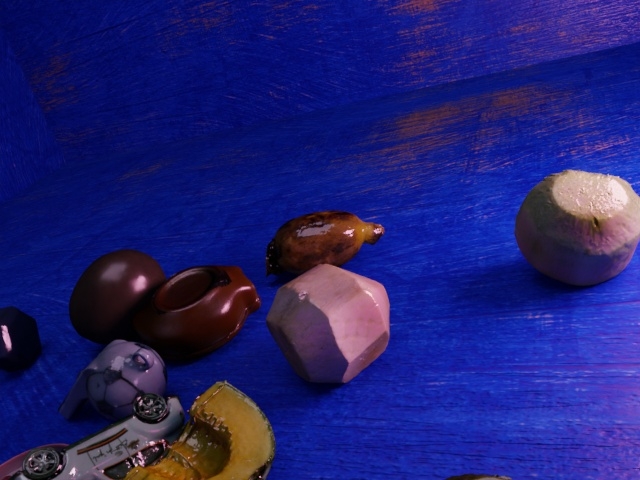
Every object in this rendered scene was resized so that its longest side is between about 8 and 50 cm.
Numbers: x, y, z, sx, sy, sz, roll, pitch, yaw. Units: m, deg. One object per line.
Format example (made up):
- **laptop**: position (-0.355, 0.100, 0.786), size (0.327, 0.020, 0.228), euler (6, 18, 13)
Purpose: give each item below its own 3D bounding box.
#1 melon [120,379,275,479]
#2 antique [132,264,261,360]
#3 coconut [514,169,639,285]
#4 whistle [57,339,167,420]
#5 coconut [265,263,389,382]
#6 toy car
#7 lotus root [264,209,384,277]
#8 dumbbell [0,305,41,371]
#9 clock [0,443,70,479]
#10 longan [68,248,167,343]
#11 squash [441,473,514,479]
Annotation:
- **melon**: position (-0.163, 0.356, 0.917), size (0.169, 0.129, 0.265), euler (17, 33, 23)
- **antique**: position (-0.277, 0.151, 1.378), size (0.278, 0.129, 0.223), euler (-25, 37, -13)
- **coconut**: position (0.491, -0.024, 1.170), size (0.236, 0.236, 0.204), euler (-24, 60, -13)
- **whistle**: position (-0.390, 0.289, 1.206), size (0.289, 0.163, 0.163), euler (-48, 3, 38)
- **coconut**: position (0.021, 0.141, 1.143), size (0.237, 0.197, 0.237), euler (-20, 22, 8)
- **toy car**: position (-0.328, 0.357, 0.952), size (0.125, 0.136, 0.306), euler (40, 40, 25)
- **lotus root**: position (0.000, 0.000, 1.516), size (0.314, 0.141, 0.169), euler (-16, 21, 5)
- **dumbbell**: position (-0.873, 0.271, 1.533), size (0.325, 0.160, 0.144), euler (-15, 55, 8)
- **clock**: position (-0.493, 0.439, 1.027), size (0.245, 0.056, 0.244), euler (-15, 23, 7)
- **longan**: position (-0.478, 0.134, 1.467), size (0.246, 0.215, 0.246), euler (-35, -15, -11)
- **squash**: position (0.183, 0.381, 0.673), size (0.220, 0.133, 0.220), euler (-13, 41, 11)
